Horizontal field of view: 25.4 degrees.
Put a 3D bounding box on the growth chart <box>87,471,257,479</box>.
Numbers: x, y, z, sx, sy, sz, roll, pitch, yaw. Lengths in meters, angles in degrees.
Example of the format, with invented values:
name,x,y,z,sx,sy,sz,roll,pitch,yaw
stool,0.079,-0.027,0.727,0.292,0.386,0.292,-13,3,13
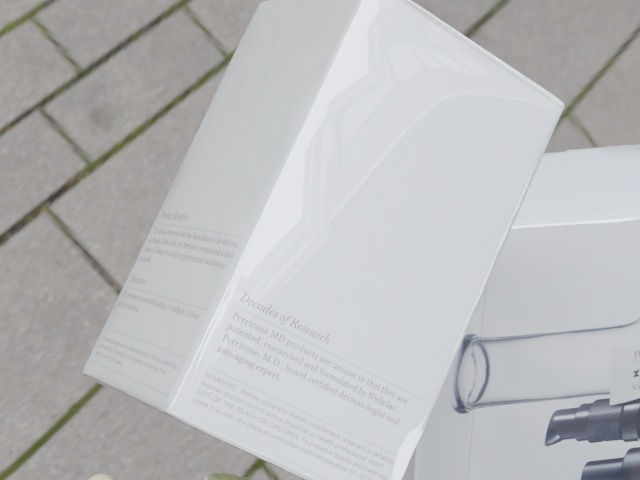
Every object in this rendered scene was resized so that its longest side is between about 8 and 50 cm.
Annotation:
name,x,y,z,sx,sy,sz,roll,pitch,yaw
growth chart,0.001,0.161,0.659,0.237,0.172,0.021,6,46,16

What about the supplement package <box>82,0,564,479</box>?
name,x,y,z,sx,sy,sz,roll,pitch,yaw
supplement package,0.000,0.000,0.575,0.105,0.105,0.179,28,81,-25

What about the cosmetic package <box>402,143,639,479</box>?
name,x,y,z,sx,sy,sz,roll,pitch,yaw
cosmetic package,0.180,0.127,0.883,0.284,0.377,0.097,-4,29,-9
